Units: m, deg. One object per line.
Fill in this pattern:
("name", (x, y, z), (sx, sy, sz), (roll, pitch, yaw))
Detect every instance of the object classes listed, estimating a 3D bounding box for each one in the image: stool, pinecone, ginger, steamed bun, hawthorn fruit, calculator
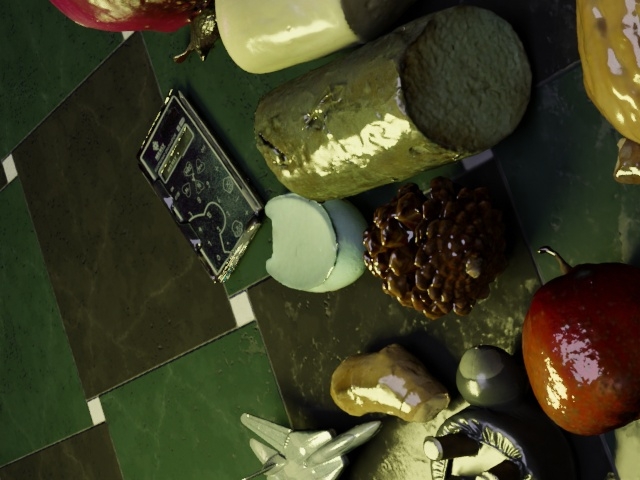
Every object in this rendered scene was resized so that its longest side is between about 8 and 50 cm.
("stool", (0.178, 0.239, 1.151), (0.153, 0.139, 0.228), (-32, 78, 44))
("pinecone", (0.123, 0.006, 1.152), (0.173, 0.173, 0.173), (11, 106, 45))
("ginger", (0.081, 0.182, 1.293), (0.190, 0.069, 0.095), (-10, 113, 46))
("steamed bun", (-0.006, -0.306, 1.204), (0.225, 0.200, 0.170), (-7, 117, 36))
("hawthorn fruit", (0.266, 0.087, 1.017), (0.157, 0.157, 0.194), (-41, 64, 43))
("calculator", (-0.182, -0.083, 1.545), (0.274, 0.028, 0.166), (54, 131, 25))

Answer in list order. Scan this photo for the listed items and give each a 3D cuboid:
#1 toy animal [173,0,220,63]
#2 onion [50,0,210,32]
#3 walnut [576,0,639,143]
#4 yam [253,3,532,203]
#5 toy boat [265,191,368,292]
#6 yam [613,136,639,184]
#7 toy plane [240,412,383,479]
("toy animal", (-0.152, -0.311, 1.456), (0.202, 0.070, 0.105), (-5, 107, 44))
("onion", (-0.291, -0.450, 1.328), (0.348, 0.385, 0.348), (-15, 68, 43))
("walnut", (0.324, -0.186, 0.852), (0.224, 0.257, 0.257), (2, 101, 11))
("yam", (0.072, -0.145, 1.162), (0.304, 0.168, 0.168), (-15, 87, 47))
("toy boat", (0.000, 0.000, 1.352), (0.207, 0.079, 0.134), (3, 93, 57))
("yam", (0.373, -0.083, 0.942), (0.241, 0.057, 0.057), (-4, 95, 48))
("toy plane", (0.006, 0.287, 1.388), (0.267, 0.088, 0.212), (-37, 72, 35))
